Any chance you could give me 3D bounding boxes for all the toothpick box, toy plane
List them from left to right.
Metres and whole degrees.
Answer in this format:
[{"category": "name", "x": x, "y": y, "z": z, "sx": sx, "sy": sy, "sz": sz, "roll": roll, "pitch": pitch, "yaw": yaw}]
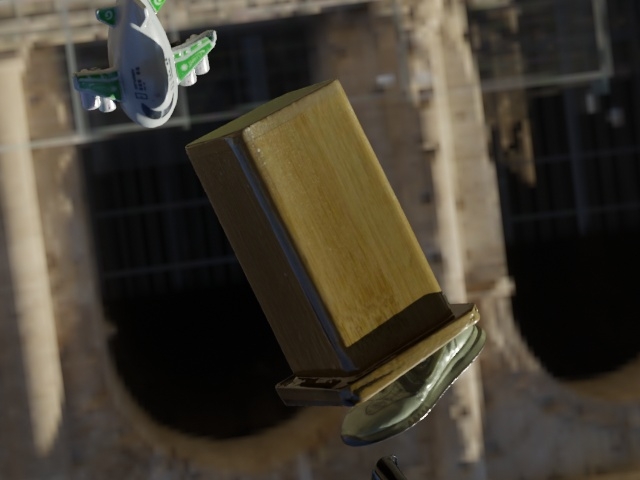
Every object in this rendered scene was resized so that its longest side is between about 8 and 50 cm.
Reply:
[{"category": "toy plane", "x": -0.198, "y": -0.202, "z": 2.001, "sx": 0.174, "sy": 0.174, "sz": 0.080, "roll": -9, "pitch": -147, "yaw": -27}, {"category": "toothpick box", "x": 0.000, "y": 0.000, "z": 1.928, "sx": 0.190, "sy": 0.308, "sz": 0.187, "roll": -30, "pitch": -170, "yaw": -23}]

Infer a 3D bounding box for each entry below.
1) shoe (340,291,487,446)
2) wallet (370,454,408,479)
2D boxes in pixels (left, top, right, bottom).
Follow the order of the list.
[{"category": "shoe", "x": 0.118, "y": 0.184, "z": 2.511, "sx": 0.275, "sy": 0.098, "sz": 0.103, "roll": -45, "pitch": -164, "yaw": -31}, {"category": "wallet", "x": 0.143, "y": 0.408, "z": 2.027, "sx": 0.045, "sy": 0.172, "sz": 0.318, "roll": -16, "pitch": -131, "yaw": -27}]
